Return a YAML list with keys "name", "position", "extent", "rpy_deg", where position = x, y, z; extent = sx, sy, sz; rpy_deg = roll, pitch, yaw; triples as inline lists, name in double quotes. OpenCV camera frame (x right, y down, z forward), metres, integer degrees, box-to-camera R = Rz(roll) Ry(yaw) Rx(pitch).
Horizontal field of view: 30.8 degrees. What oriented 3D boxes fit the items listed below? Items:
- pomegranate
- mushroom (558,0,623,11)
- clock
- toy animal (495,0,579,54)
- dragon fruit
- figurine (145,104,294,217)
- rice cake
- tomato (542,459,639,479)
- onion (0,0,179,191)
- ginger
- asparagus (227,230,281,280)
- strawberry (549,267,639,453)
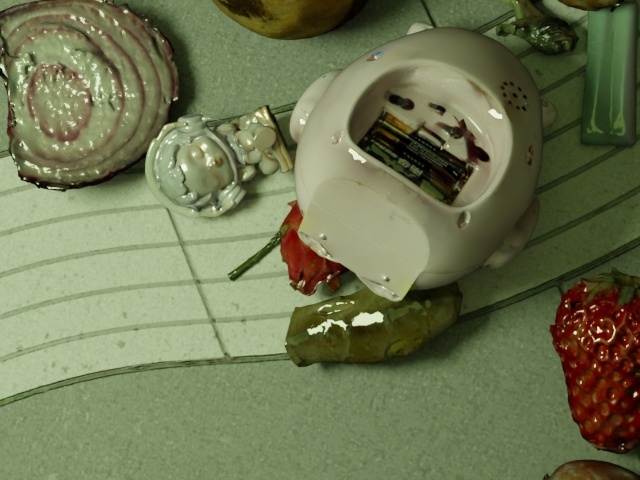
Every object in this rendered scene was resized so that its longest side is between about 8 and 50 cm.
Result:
- name: "pomegranate"
  position: [-0.042, -0.449, 1.707]
  extent: [0.322, 0.322, 0.322]
  rpy_deg: [-2, 79, 11]
- name: "mushroom"
  position: [0.348, -0.451, 1.674]
  extent: [0.283, 0.263, 0.195]
  rpy_deg: [31, 131, 10]
- name: "clock"
  position: [0.155, -0.138, 1.604]
  extent: [0.368, 0.250, 0.377]
  rpy_deg: [34, 59, 5]
- name: "toy animal"
  position: [0.291, -0.346, 1.751]
  extent: [0.086, 0.069, 0.220]
  rpy_deg: [-38, 78, -15]
- name: "dragon fruit"
  position: [0.000, 0.000, 1.712]
  extent: [0.136, 0.133, 0.166]
  rpy_deg: [22, 83, 8]
- name: "figurine"
  position: [-0.161, -0.118, 1.761]
  extent: [0.236, 0.141, 0.163]
  rpy_deg: [-19, 104, 9]
- name: "rice cake"
  position: [0.429, -0.249, 1.714]
  extent: [0.080, 0.042, 0.222]
  rpy_deg: [3, 80, 14]
- name: "tomato"
  position: [0.364, 0.398, 1.532]
  extent: [0.180, 0.155, 0.214]
  rpy_deg: [6, 80, 9]
- name: "onion"
  position: [-0.365, -0.219, 1.834]
  extent: [0.280, 0.146, 0.314]
  rpy_deg: [-6, 77, -13]
- name: "ginger"
  position: [0.080, 0.118, 1.686]
  extent: [0.263, 0.109, 0.116]
  rpy_deg: [-16, 105, 9]
- name: "asparagus"
  position: [-0.097, 0.022, 1.788]
  extent: [0.114, 0.014, 0.015]
  rpy_deg: [-39, 92, 2]
- name: "strawberry"
  position: [0.410, 0.173, 1.580]
  extent: [0.205, 0.205, 0.244]
  rpy_deg: [11, 102, 14]
